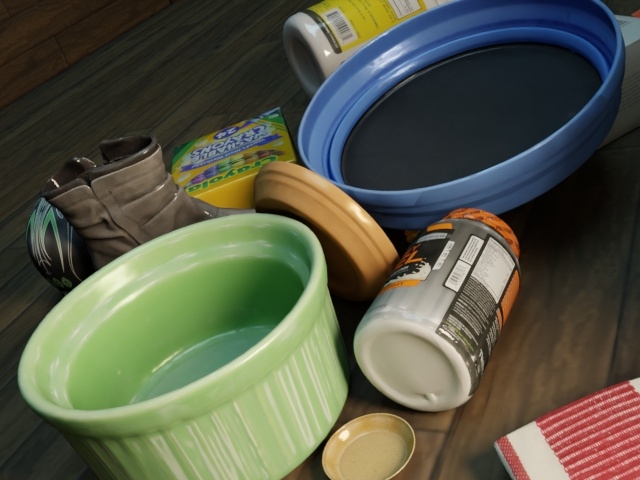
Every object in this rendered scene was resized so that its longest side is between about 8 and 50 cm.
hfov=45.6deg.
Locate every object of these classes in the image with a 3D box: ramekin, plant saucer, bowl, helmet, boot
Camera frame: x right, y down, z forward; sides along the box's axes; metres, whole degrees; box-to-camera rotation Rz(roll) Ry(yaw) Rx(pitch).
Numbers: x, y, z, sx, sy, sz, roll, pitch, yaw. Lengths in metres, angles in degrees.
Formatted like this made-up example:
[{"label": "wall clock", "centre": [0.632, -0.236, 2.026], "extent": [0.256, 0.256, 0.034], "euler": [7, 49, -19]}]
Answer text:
[{"label": "ramekin", "centre": [-0.118, 0.115, 0.744], "extent": [0.303, 0.148, 0.303], "euler": [-16, 28, 9]}, {"label": "plant saucer", "centre": [0.000, 0.000, 0.822], "extent": [0.200, 0.200, 0.037], "euler": [16, 58, 49]}, {"label": "bowl", "centre": [0.163, -0.164, 0.915], "extent": [0.390, 0.077, 0.391], "euler": [-19, 38, 15]}, {"label": "helmet", "centre": [-0.345, -0.012, 1.112], "extent": [0.169, 0.162, 0.169], "euler": [-16, 28, 9]}, {"label": "plant saucer", "centre": [0.043, 0.184, 0.654], "extent": [0.083, 0.015, 0.083], "euler": [-17, 27, 9]}, {"label": "boot", "centre": [-0.169, -0.037, 0.964], "extent": [0.337, 0.223, 0.118], "euler": [-17, 33, 9]}]

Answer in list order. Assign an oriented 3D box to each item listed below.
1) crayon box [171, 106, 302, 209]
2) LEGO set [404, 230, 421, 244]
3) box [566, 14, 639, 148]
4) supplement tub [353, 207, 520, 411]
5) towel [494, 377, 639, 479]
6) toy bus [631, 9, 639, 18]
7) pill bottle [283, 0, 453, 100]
[{"label": "crayon box", "centre": [-0.130, -0.097, 1.201], "extent": [0.203, 0.083, 0.323], "euler": [-21, 28, 1]}, {"label": "LEGO set", "centre": [0.131, -0.052, 0.945], "extent": [0.093, 0.087, 0.227], "euler": [-29, 35, -8]}, {"label": "box", "centre": [0.355, -0.220, 1.044], "extent": [0.181, 0.119, 0.181], "euler": [-29, 29, -13]}, {"label": "supplement tub", "centre": [0.119, 0.057, 0.719], "extent": [0.116, 0.117, 0.190], "euler": [-1, 33, 33]}, {"label": "towel", "centre": [0.309, 0.156, 0.501], "extent": [0.328, 0.037, 0.237], "euler": [-22, 28, 0]}, {"label": "toy bus", "centre": [0.569, -0.343, 1.110], "extent": [0.211, 0.149, 0.220], "euler": [-33, 30, 6]}, {"label": "pill bottle", "centre": [0.111, -0.404, 1.470], "extent": [0.333, 0.188, 0.188], "euler": [-28, 28, -14]}]
